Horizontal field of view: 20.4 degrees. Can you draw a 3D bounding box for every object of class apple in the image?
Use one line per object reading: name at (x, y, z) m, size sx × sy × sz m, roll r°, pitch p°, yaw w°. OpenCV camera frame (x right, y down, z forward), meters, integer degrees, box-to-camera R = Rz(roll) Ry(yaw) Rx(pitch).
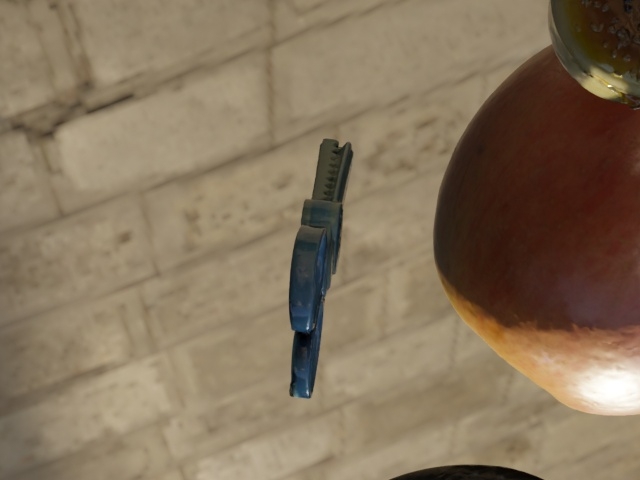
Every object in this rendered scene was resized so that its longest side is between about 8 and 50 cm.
apple at (0.274, -0.012, 1.643) m, size 0.364 × 0.364 × 0.364 m, roll -19°, pitch 154°, yaw -10°

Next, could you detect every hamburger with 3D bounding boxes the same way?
hamburger at (0.213, -0.144, 1.142) m, size 0.127 × 0.141 × 0.081 m, roll -27°, pitch 176°, yaw -11°

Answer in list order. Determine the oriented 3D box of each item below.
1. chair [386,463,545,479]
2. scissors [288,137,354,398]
chair at (0.114, 0.400, 1.401) m, size 0.362 × 0.364 × 0.410 m, roll -15°, pitch -163°, yaw 11°
scissors at (0.000, 0.000, 1.291) m, size 0.030 × 0.256 × 0.125 m, roll 5°, pitch 125°, yaw 5°
